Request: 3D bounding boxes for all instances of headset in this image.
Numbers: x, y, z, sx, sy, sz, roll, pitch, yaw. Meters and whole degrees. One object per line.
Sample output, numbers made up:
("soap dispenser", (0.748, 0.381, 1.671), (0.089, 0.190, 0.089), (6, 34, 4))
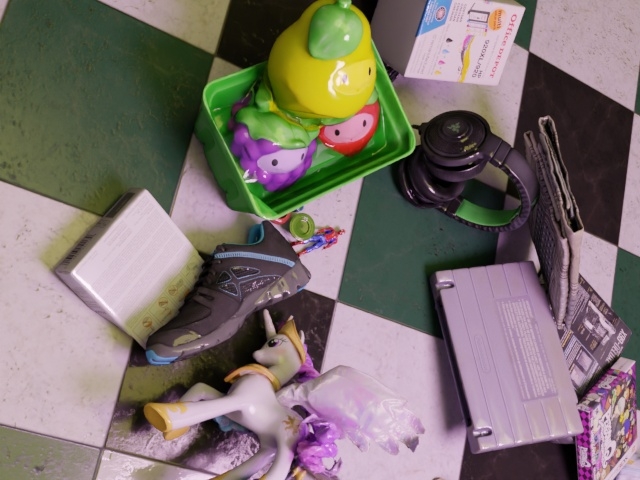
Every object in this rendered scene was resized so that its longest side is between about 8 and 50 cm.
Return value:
("headset", (0.247, -0.176, 1.676), (0.394, 0.243, 0.185), (33, 63, 0))

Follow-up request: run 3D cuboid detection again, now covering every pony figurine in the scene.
("pony figurine", (-0.057, 0.296, 1.386), (0.351, 0.303, 0.363), (43, 42, 12))

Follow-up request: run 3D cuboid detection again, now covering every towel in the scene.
("towel", (0.445, -0.033, 1.693), (0.056, 0.324, 0.312), (-6, 49, 6))

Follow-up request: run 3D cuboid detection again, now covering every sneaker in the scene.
("sneaker", (-0.171, 0.088, 1.445), (0.341, 0.125, 0.140), (-34, 97, -42))

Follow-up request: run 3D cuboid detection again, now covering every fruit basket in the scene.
("fruit basket", (-0.003, -0.225, 1.452), (0.392, 0.392, 0.283), (-28, 96, -31))

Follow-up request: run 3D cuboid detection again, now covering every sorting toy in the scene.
("sorting toy", (-0.057, -0.042, 1.577), (0.102, 0.042, 0.061), (38, 72, -20))

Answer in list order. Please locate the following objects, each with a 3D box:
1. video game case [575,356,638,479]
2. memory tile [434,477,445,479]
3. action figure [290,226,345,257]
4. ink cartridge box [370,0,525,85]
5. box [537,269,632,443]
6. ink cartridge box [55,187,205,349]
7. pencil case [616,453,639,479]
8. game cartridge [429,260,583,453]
("video game case", (0.601, 0.395, 1.825), (0.210, 0.041, 0.232), (-30, 120, -40))
("memory tile", (0.244, 0.538, 1.667), (0.148, 0.012, 0.113), (46, 62, -17))
("action figure", (0.000, 0.000, 1.610), (0.115, 0.030, 0.038), (-22, 88, -34))
("ink cartridge box", (0.243, -0.419, 1.708), (0.232, 0.168, 0.171), (-1, 122, -30))
("box", (0.507, 0.233, 1.839), (0.242, 0.076, 0.307), (45, 63, -17))
("ink cartridge box", (-0.290, 0.060, 1.427), (0.189, 0.066, 0.232), (-53, 129, -27))
("pencil case", (0.758, 0.525, 1.824), (0.124, 0.273, 0.114), (18, 80, -31))
("game cartridge", (0.360, 0.219, 1.693), (0.230, 0.068, 0.355), (-4, 68, -19))
